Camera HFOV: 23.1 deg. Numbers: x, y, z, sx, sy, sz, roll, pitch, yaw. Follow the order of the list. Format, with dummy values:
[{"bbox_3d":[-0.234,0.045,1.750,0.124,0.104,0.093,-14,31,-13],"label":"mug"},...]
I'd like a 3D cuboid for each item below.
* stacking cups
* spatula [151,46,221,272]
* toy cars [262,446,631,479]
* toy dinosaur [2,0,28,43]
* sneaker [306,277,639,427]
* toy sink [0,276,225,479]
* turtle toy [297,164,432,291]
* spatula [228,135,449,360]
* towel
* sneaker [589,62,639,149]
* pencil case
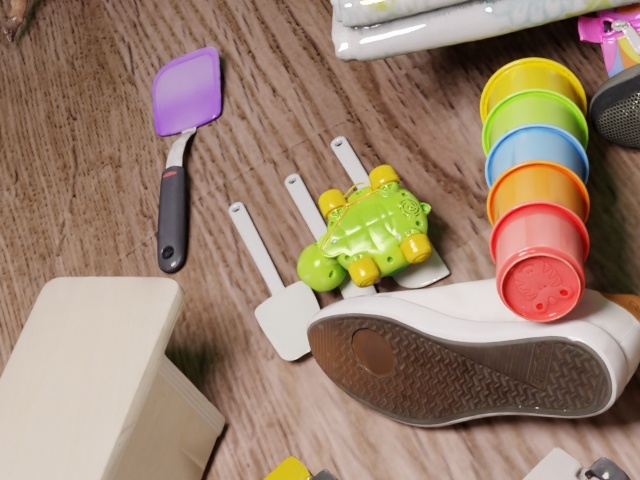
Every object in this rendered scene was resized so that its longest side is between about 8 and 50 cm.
[{"bbox_3d":[0.167,-0.048,1.244,0.096,0.096,0.316,-18,23,17],"label":"stacking cups"},{"bbox_3d":[-0.145,-0.083,1.598,0.084,0.030,0.296,-17,44,19],"label":"spatula"},{"bbox_3d":[0.111,0.241,1.096,0.393,0.087,0.176,-5,53,24],"label":"toy cars"},{"bbox_3d":[-0.311,-0.361,1.907,0.200,0.127,0.296,-21,30,2],"label":"toy dinosaur"},{"bbox_3d":[0.128,0.080,1.243,0.290,0.106,0.123,3,28,37],"label":"sneaker"},{"bbox_3d":[-0.183,0.163,1.313,0.152,0.131,0.234,-1,55,31],"label":"toy sink"},{"bbox_3d":[0.038,0.000,1.356,0.130,0.066,0.095,-25,67,5],"label":"turtle toy"},{"bbox_3d":[0.000,0.000,1.438,0.168,0.019,0.242,-32,41,2],"label":"spatula"},{"bbox_3d":[0.184,-0.296,1.425,0.374,0.090,0.321,-13,37,10],"label":"towel"},{"bbox_3d":[0.311,-0.078,1.267,0.227,0.087,0.130,10,50,32],"label":"sneaker"},{"bbox_3d":[0.349,-0.186,1.338,0.236,0.104,0.104,-9,47,25],"label":"pencil case"}]
